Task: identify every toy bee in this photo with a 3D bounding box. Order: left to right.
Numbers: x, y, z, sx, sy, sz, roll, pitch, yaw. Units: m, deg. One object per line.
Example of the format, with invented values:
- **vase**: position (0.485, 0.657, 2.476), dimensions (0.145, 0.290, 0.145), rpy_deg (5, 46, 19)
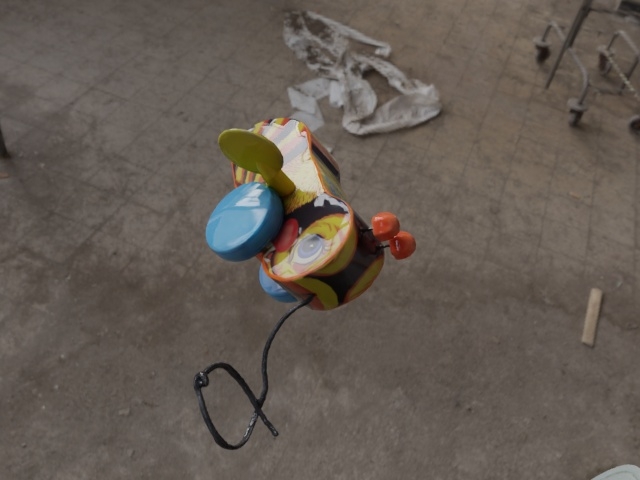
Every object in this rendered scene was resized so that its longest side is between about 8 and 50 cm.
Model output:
- **toy bee**: position (0.000, 0.000, 0.515), dimensions (0.162, 0.195, 0.298), rpy_deg (-23, 67, 23)

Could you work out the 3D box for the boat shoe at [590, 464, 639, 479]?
- **boat shoe**: position (0.244, 0.351, 0.594), dimensions (0.091, 0.302, 0.114), rpy_deg (32, 20, 5)
